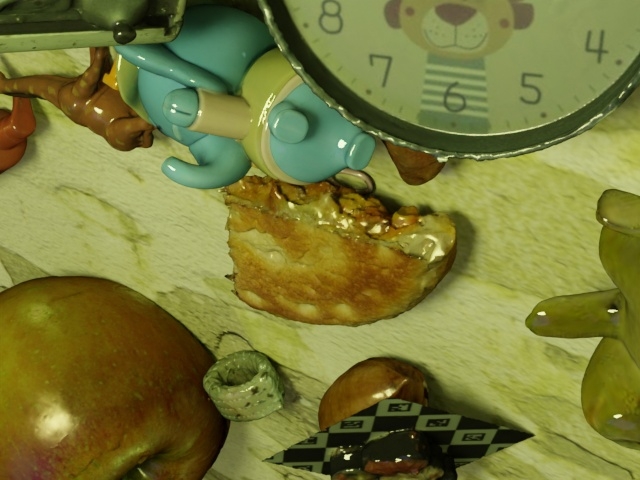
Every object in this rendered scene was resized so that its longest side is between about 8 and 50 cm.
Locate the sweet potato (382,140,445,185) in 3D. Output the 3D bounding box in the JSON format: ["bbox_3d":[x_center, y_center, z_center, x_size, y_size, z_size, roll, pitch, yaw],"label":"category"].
[{"bbox_3d":[0.082,-0.136,1.014,0.097,0.097,0.251,23,150,23],"label":"sweet potato"}]

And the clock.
[{"bbox_3d":[0.098,-0.196,0.842,0.312,0.061,0.312,11,126,15],"label":"clock"}]

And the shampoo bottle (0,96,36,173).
[{"bbox_3d":[-0.418,-0.121,1.529,0.085,0.085,0.244,49,144,-17],"label":"shampoo bottle"}]

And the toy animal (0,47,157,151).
[{"bbox_3d":[-0.274,-0.168,1.337,0.224,0.066,0.229,42,144,-1],"label":"toy animal"}]

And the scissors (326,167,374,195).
[{"bbox_3d":[-0.028,-0.082,1.243,0.176,0.022,0.085,9,145,33],"label":"scissors"}]

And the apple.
[{"bbox_3d":[-0.329,0.227,1.692,0.374,0.374,0.384,11,178,36],"label":"apple"}]

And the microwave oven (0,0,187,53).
[{"bbox_3d":[-0.285,-0.281,0.843,0.333,0.394,0.247,117,141,-59],"label":"microwave oven"}]

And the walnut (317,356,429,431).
[{"bbox_3d":[0.064,0.194,1.427,0.116,0.116,0.207,37,148,2],"label":"walnut"}]

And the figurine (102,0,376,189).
[{"bbox_3d":[-0.080,-0.132,1.073,0.262,0.180,0.154,37,137,43],"label":"figurine"}]

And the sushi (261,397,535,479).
[{"bbox_3d":[0.088,0.257,1.382,0.219,0.047,0.231,19,144,-33],"label":"sushi"}]

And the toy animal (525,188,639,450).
[{"bbox_3d":[0.286,0.114,1.026,0.363,0.180,0.181,98,151,-49],"label":"toy animal"}]

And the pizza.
[{"bbox_3d":[0.000,0.000,1.252,0.226,0.086,0.335,43,148,-20],"label":"pizza"}]

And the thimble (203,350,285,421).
[{"bbox_3d":[-0.097,0.192,1.598,0.110,0.084,0.062,4,135,45],"label":"thimble"}]
